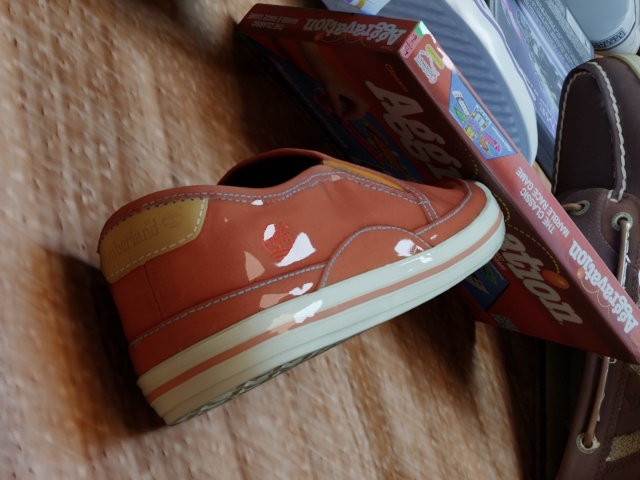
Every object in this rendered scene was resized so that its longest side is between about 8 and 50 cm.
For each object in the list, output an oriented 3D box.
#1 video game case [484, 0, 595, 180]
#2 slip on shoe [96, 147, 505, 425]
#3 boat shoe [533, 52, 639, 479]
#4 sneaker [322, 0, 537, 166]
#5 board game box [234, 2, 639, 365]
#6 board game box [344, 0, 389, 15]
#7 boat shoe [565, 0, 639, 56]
[{"bbox_3d":[0.186,-0.159,1.620,0.196,0.026,0.274,52,26,-29],"label":"video game case"},{"bbox_3d":[0.000,0.000,0.922,0.101,0.123,0.331,62,27,4],"label":"slip on shoe"},{"bbox_3d":[0.177,0.022,1.267,0.123,0.123,0.342,8,66,-18],"label":"boat shoe"},{"bbox_3d":[0.075,-0.177,1.237,0.282,0.102,0.161,58,38,-18],"label":"sneaker"},{"bbox_3d":[0.077,-0.030,1.107,0.027,0.145,0.281,-55,127,-18],"label":"board game box"},{"bbox_3d":[-0.027,-0.278,1.008,0.275,0.142,0.144,55,17,26],"label":"board game box"},{"bbox_3d":[0.264,-0.298,1.850,0.088,0.096,0.267,34,38,-58],"label":"boat shoe"}]
